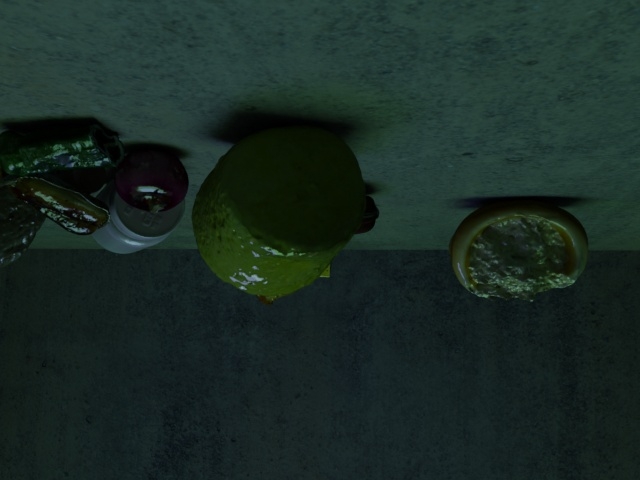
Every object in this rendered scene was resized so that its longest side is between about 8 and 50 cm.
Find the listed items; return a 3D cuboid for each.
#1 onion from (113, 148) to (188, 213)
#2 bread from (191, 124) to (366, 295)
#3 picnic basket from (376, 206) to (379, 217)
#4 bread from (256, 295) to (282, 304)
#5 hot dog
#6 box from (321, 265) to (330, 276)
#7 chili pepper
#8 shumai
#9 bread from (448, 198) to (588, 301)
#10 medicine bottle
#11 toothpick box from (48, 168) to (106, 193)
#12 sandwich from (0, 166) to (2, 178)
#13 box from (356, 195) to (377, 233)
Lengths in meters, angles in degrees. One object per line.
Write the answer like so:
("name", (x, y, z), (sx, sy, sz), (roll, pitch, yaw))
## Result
("onion", (-0.406, -0.140, 1.442), (0.177, 0.154, 0.177), (8, 176, 1))
("bread", (-0.086, -0.065, 1.259), (0.348, 0.348, 0.308), (3, 168, -16))
("picnic basket", (0.162, -0.093, 2.083), (0.083, 0.065, 0.083), (-2, 157, -9))
("bread", (-0.185, 0.064, 2.294), (0.204, 0.337, 0.358), (-9, 146, 4))
("hot dog", (-0.628, -0.091, 1.435), (0.162, 0.082, 0.270), (-6, 152, 36))
("box", (0.000, 0.000, 2.039), (0.097, 0.168, 0.265), (4, -157, 7))
("chili pepper", (-0.573, -0.190, 1.270), (0.270, 0.099, 0.136), (-3, -176, 7))
("shumai", (-0.963, -0.094, 1.670), (0.288, 0.292, 0.330), (19, -137, 38))
("bread", (0.640, 0.038, 1.966), (0.423, 0.329, 0.245), (-6, 172, 10))
("medicine bottle", (-0.523, -0.080, 1.689), (0.213, 0.214, 0.378), (5, 173, -28))
("toothpick box", (-0.626, -0.162, 1.503), (0.148, 0.099, 0.098), (-3, 172, 31))
("sandwich", (-0.854, -0.193, 1.352), (0.251, 0.087, 0.226), (5, 171, -29))
("box", (-0.027, -0.082, 1.834), (0.403, 0.108, 0.263), (0, -169, 12))
